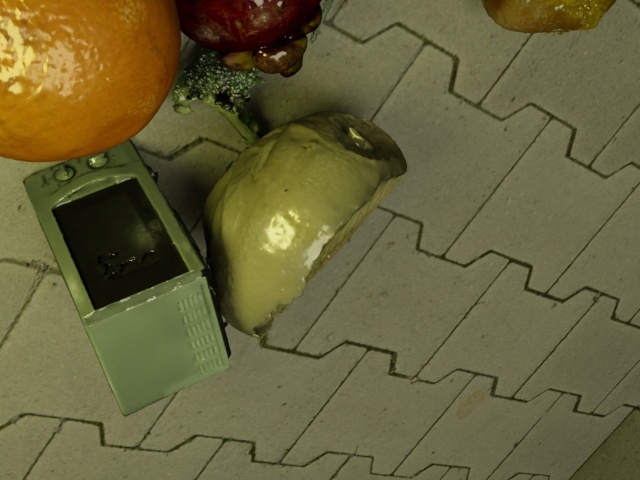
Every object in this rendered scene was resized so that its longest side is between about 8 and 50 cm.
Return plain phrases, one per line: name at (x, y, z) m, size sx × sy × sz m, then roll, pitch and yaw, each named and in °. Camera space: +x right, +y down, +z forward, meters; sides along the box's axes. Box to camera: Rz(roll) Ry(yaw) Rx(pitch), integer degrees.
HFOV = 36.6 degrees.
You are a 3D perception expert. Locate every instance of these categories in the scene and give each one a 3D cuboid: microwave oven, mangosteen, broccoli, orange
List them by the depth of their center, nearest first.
orange at (-0.303, -0.232, 1.035) m, size 0.312 × 0.312 × 0.312 m, roll -18°, pitch 135°, yaw -19°
mangosteen at (-0.084, -0.301, 1.173) m, size 0.215 × 0.215 × 0.257 m, roll -28°, pitch 134°, yaw -9°
microwave oven at (-0.255, 0.040, 1.314) m, size 0.181 × 0.295 × 0.237 m, roll -24°, pitch 137°, yaw -14°
broccoli at (-0.123, -0.194, 1.352) m, size 0.122 × 0.118 × 0.204 m, roll -61°, pitch 159°, yaw -17°

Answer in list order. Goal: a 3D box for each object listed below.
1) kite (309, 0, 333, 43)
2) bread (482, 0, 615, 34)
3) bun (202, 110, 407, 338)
kite at (0.033, -0.378, 1.274) m, size 0.229 × 0.012 × 0.250 m, roll 21°, pitch 91°, yaw -66°
bread at (0.346, -0.419, 1.385) m, size 0.195 × 0.176 × 0.246 m, roll -19°, pitch 135°, yaw -21°
bun at (-0.047, -0.047, 1.400) m, size 0.364 × 0.202 × 0.364 m, roll -50°, pitch 177°, yaw -4°
